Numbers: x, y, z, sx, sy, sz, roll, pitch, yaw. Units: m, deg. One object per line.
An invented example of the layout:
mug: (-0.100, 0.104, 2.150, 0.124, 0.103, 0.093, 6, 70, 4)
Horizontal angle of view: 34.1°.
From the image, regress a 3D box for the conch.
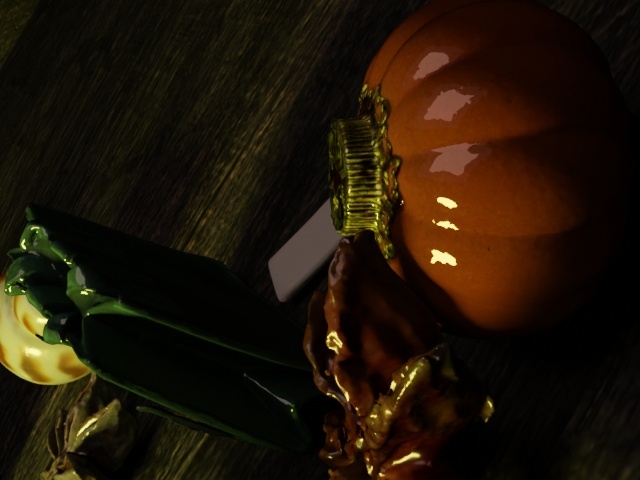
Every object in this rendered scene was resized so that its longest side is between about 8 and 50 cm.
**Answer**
conch: (-0.318, 0.081, 1.254, 0.275, 0.149, 0.182, -14, 57, 56)

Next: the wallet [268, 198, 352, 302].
wallet: (0.000, 0.000, 0.958, 0.122, 0.025, 0.061, -46, 30, 23)

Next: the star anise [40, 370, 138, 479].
star anise: (-0.259, 0.255, 1.077, 0.230, 0.081, 0.262, -49, 20, 19)

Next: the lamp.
lamp: (0.105, -0.046, 0.662, 0.223, 0.197, 0.223, 175, 90, -80)

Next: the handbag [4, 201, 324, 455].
handbag: (-0.135, 0.067, 0.896, 0.089, 0.239, 0.326, -65, 29, 3)

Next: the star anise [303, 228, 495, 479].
star anise: (0.048, 0.134, 0.611, 0.288, 0.088, 0.288, 166, 90, -71)
